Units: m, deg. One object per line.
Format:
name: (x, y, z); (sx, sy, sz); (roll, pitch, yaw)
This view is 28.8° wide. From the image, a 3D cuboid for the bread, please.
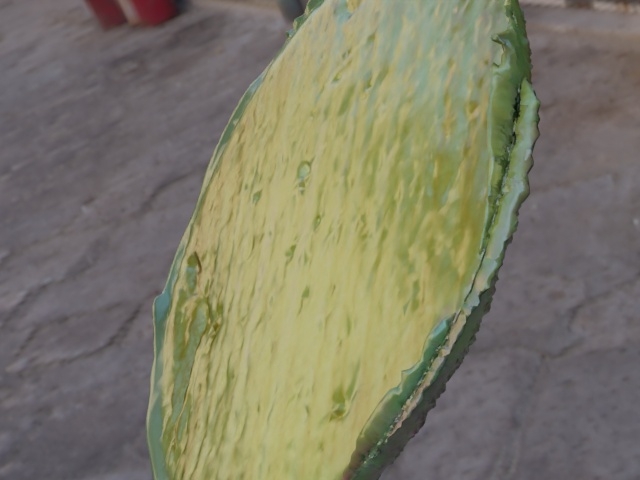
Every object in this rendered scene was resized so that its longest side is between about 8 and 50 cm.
bread: (0.003, -0.004, 0.555); (0.301, 0.045, 0.301); (-45, 34, 42)
